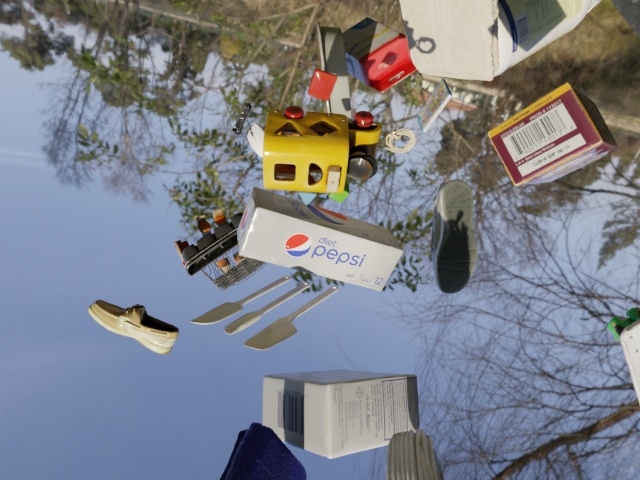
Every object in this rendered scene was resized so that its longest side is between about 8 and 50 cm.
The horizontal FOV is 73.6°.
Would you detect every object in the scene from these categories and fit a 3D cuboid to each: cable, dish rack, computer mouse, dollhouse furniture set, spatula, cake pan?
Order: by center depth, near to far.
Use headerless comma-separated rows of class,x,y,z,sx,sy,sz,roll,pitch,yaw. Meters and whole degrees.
spatula,-0.080,0.117,0.757,0.168,0.019,0.242,7,-162,34
cable,0.192,0.494,0.800,0.089,0.257,0.257,-14,-148,12
cake pan,0.035,-0.361,1.017,0.054,0.293,0.293,-6,-152,3
dish rack,-0.229,0.050,1.152,0.208,0.272,0.074,-34,-121,-6
computer mouse,-0.191,-0.311,1.283,0.193,0.106,0.042,50,-150,13
dollhouse furniture set,-0.451,0.015,1.750,0.259,0.135,0.262,-24,-110,-20

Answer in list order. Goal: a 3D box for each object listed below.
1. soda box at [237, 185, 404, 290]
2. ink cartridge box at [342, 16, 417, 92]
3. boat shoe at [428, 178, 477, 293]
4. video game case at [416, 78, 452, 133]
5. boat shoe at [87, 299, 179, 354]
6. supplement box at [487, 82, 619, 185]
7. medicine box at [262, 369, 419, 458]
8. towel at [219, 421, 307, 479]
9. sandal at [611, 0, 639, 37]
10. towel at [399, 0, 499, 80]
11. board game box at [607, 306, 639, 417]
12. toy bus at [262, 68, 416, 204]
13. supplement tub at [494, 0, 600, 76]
soda box,0.000,0.000,0.776,0.286,0.098,0.091,15,-155,-21
ink cartridge box,0.139,-0.488,1.120,0.134,0.078,0.231,-35,-132,-4
boat shoe,0.371,-0.011,1.226,0.118,0.321,0.103,-3,-176,-5
video game case,0.409,-0.487,1.552,0.015,0.166,0.119,17,-136,-19
boat shoe,-0.277,0.120,0.646,0.135,0.045,0.050,32,-173,-17
supplement box,0.316,-0.133,0.572,0.188,0.104,0.081,-11,-105,-49
medicine box,0.048,0.401,1.041,0.289,0.149,0.263,10,164,-37
towel,-0.139,0.522,0.775,0.076,0.228,0.308,-5,-142,30
sandal,0.401,-0.171,0.375,0.445,0.107,0.167,32,166,-33
towel,0.254,-0.436,0.840,0.187,0.049,0.282,20,162,29
board game box,0.765,0.186,0.829,0.390,0.389,0.050,55,-178,-27
toy bus,0.012,-0.117,0.606,0.191,0.202,0.104,38,-143,-33
supplement tub,0.500,-0.583,1.060,0.324,0.235,0.235,-32,-140,-3
